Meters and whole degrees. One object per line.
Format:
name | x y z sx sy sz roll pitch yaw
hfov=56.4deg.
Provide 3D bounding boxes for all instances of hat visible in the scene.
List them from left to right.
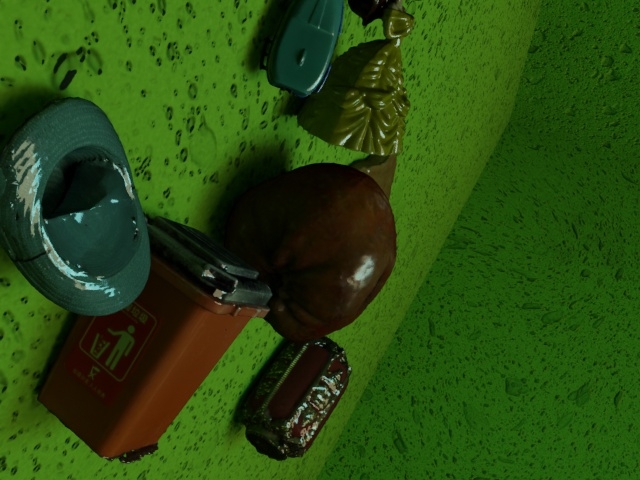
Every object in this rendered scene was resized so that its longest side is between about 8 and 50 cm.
hat | -0.218 -0.026 0.511 0.138 0.078 0.190 -55 142 -51

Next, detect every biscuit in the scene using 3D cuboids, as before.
biscuit | 0.069 -0.005 1.341 0.365 0.062 0.385 -43 152 -51

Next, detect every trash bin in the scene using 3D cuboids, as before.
trash bin | -0.180 0.106 0.672 0.238 0.161 0.184 -58 162 3

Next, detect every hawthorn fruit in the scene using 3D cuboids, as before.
hawthorn fruit | -0.013 0.008 0.863 0.261 0.258 0.258 -90 -167 -61

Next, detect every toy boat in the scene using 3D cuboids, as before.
toy boat | -0.019 -0.269 0.759 0.110 0.091 0.175 -145 -105 -74

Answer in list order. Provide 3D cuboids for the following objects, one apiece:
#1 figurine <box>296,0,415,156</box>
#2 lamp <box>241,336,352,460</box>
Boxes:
figurine | 0.092 -0.296 0.850 0.187 0.168 0.315 -1 120 -40
lamp | -0.050 0.332 1.287 0.274 0.177 0.177 -53 158 -33
